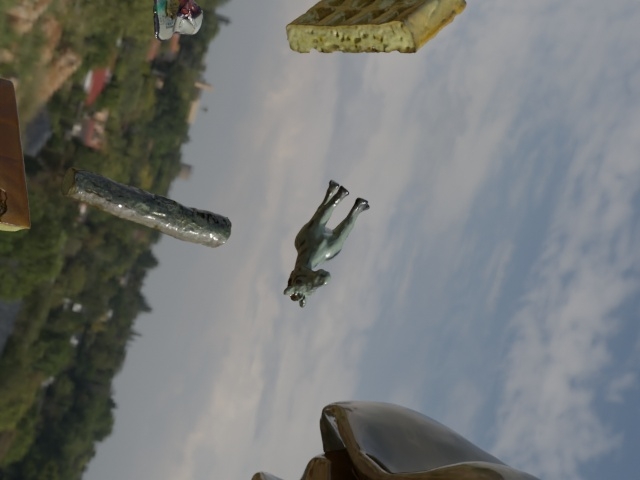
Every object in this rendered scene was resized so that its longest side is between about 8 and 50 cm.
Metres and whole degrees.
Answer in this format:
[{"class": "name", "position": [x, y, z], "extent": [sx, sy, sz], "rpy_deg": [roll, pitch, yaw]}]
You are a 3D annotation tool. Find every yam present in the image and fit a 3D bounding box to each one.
[{"class": "yam", "position": [-0.267, -0.049, 1.543], "extent": [0.061, 0.274, 0.061], "rpy_deg": [-33, -133, 44]}]

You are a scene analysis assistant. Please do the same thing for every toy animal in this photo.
[{"class": "toy animal", "position": [0.009, -0.012, 1.602], "extent": [0.170, 0.090, 0.255], "rpy_deg": [-53, -178, 21]}]

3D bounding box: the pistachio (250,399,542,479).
[{"class": "pistachio", "position": [0.092, 0.271, 0.644], "extent": [0.281, 0.365, 0.445], "rpy_deg": [-36, 170, -15]}]

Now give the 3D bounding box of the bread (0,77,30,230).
[{"class": "bread", "position": [-0.466, -0.123, 1.401], "extent": [0.049, 0.088, 0.226], "rpy_deg": [-22, -109, 35]}]

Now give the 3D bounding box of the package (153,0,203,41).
[{"class": "package", "position": [-0.277, -0.494, 1.868], "extent": [0.166, 0.040, 0.231], "rpy_deg": [-26, 114, -62]}]

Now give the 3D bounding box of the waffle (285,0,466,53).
[{"class": "waffle", "position": [0.087, -0.369, 1.631], "extent": [0.168, 0.274, 0.057], "rpy_deg": [-45, 128, -34]}]
